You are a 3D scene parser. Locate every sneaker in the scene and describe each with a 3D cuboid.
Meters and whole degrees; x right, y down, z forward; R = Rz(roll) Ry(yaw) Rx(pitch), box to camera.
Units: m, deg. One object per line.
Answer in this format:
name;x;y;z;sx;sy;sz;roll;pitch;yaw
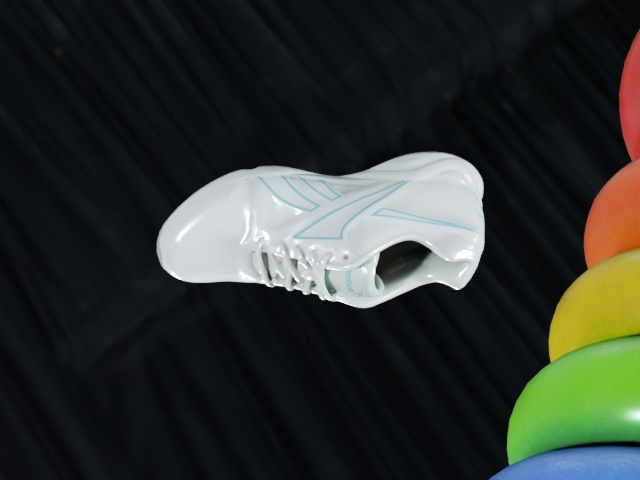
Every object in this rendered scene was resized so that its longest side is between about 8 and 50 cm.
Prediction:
sneaker;0.000;0.000;0.714;0.152;0.061;0.054;-9;136;5

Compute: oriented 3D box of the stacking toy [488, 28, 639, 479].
stacking toy;0.103;0.058;0.444;0.141;0.141;0.330;89;16;-57
